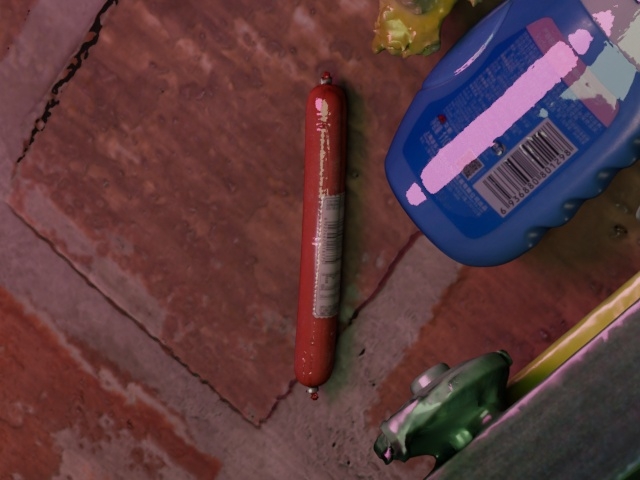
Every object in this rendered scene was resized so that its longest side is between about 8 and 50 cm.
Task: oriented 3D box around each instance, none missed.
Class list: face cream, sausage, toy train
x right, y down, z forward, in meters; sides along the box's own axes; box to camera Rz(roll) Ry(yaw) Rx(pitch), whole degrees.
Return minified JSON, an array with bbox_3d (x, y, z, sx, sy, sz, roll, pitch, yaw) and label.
[{"bbox_3d":[0.162,-0.104,1.316,0.264,0.083,0.149,-43,72,25],"label":"face cream"},{"bbox_3d":[0.000,0.000,1.437,0.034,0.034,0.253,10,107,19],"label":"sausage"},{"bbox_3d":[0.236,0.078,1.236,0.442,0.272,0.179,-43,73,26],"label":"toy train"}]

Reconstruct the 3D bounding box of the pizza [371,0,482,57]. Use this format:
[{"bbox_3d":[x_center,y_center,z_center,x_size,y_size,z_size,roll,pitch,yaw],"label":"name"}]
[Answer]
[{"bbox_3d":[0.112,-0.245,1.287,0.280,0.075,0.288,26,103,13],"label":"pizza"}]
